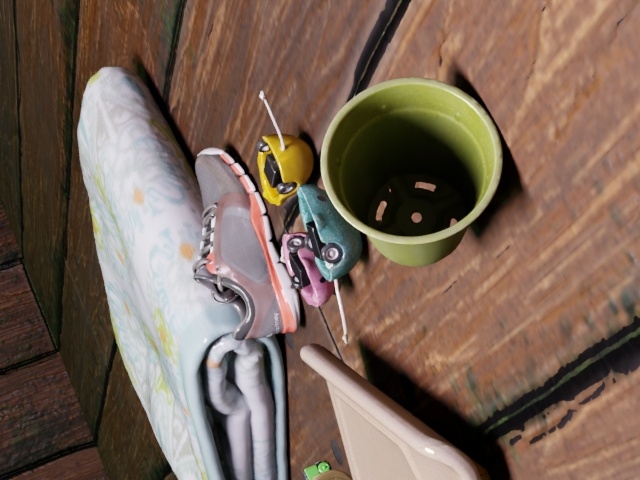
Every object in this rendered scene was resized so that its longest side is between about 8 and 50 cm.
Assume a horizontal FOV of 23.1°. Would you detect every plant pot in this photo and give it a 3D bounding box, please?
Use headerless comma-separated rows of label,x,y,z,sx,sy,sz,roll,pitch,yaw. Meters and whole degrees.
plant pot,0.045,-0.023,0.754,0.079,0.083,0.083,74,170,-68

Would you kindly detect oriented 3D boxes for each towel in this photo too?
towel,-0.131,0.074,1.437,0.374,0.090,0.320,90,154,-51

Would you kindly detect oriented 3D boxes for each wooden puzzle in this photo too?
wooden puzzle,0.074,0.189,0.981,0.221,0.044,0.238,31,143,66

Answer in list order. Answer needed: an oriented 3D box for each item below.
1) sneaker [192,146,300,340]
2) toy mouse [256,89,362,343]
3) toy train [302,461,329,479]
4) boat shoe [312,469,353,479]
sneaker,-0.070,0.004,1.183,0.061,0.065,0.157,112,135,-68
toy mouse,0.000,0.000,1.002,0.161,0.031,0.143,98,149,-60
toy train,0.010,0.215,1.250,0.017,0.024,0.083,99,148,-60
boat shoe,0.025,0.244,1.183,0.153,0.056,0.048,64,161,-7
